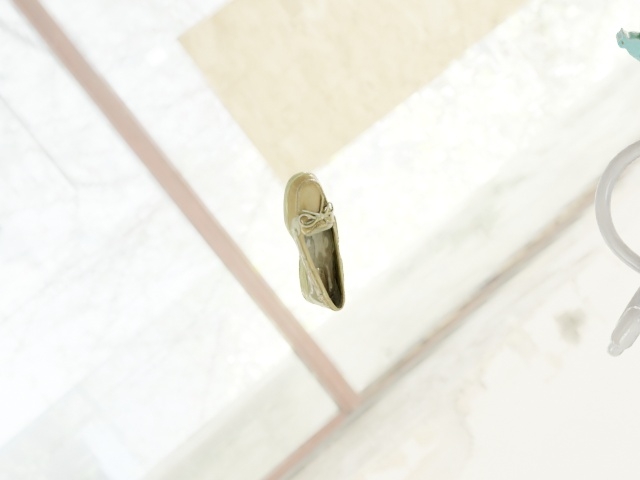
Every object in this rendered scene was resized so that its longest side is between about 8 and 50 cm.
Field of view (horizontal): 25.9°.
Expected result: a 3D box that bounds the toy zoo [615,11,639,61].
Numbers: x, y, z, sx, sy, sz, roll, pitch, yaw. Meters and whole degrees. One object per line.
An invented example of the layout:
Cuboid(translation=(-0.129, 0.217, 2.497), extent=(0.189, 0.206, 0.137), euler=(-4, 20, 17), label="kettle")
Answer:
Cuboid(translation=(0.471, -0.255, 1.527), extent=(0.293, 0.192, 0.030), euler=(-13, -147, 12), label="toy zoo")

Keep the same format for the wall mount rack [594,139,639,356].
Cuboid(translation=(0.372, 0.004, 0.978), extent=(0.304, 0.350, 0.130), euler=(-61, 170, 17), label="wall mount rack")

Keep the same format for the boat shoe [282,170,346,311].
Cuboid(translation=(-0.002, 0.001, 1.472), extent=(0.056, 0.153, 0.048), euler=(-18, -158, -30), label="boat shoe")
